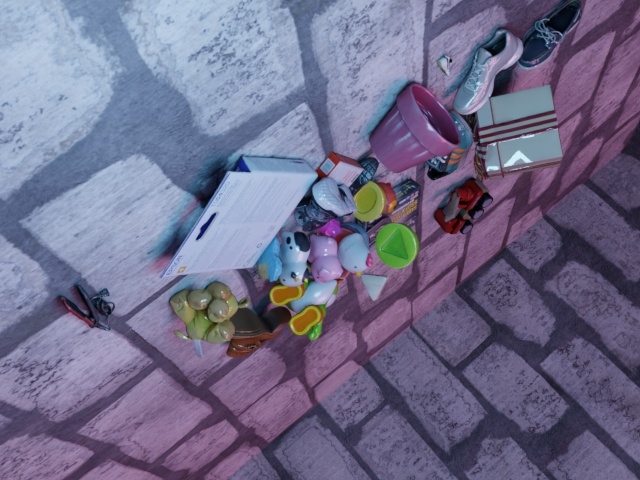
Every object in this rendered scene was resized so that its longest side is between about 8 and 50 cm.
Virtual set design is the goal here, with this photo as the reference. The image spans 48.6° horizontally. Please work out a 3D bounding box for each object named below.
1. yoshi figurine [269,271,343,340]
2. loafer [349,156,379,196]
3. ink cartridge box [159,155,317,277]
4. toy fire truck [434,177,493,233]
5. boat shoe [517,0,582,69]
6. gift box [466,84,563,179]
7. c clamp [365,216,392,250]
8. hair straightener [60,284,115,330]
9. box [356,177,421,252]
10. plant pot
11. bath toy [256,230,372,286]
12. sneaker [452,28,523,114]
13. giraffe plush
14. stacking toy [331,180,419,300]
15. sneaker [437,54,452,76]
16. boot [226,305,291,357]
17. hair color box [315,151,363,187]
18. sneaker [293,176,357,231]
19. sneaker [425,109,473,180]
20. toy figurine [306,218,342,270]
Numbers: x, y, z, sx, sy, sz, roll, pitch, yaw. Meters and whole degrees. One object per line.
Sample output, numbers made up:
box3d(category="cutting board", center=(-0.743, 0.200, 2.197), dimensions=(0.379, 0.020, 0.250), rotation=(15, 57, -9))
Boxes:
box3d(category="yoshi figurine", center=(-0.057, 0.180, 2.131), dimensions=(0.362, 0.203, 0.203), rotation=(-27, 131, -75))
box3d(category="loafer", center=(0.099, -0.169, 1.993), dimensions=(0.170, 0.062, 0.061), rotation=(-45, 180, 14))
box3d(category="ink cartridge box", center=(-0.200, -0.057, 1.674), dimensions=(0.330, 0.071, 0.324), rotation=(-3, 136, -55))
box3d(category="toy fire truck", center=(0.505, -0.111, 2.657), dimensions=(0.246, 0.158, 0.217), rotation=(-5, 139, -39))
box3d(category="boat shoe", center=(0.675, -0.608, 2.085), dimensions=(0.254, 0.095, 0.079), rotation=(-42, 159, -5))
box3d(category="gift box", center=(0.579, -0.331, 2.146), dimensions=(0.258, 0.255, 0.276), rotation=(-10, 170, 17))
box3d(category="c clamp", center=(0.186, -0.011, 2.265), dimensions=(0.161, 0.022, 0.137), rotation=(-35, 148, -13))
box3d(category="hair straightener", center=(-0.498, 0.152, 1.586), dimensions=(0.089, 0.047, 0.230), rotation=(-37, 157, -13))
box3d(category="box", center=(0.219, -0.076, 2.303), dimensions=(0.231, 0.056, 0.183), rotation=(-31, 146, -20))
box3d(category="plant pot", center=(0.235, -0.278, 1.856), dimensions=(0.180, 0.201, 0.201), rotation=(-36, 163, 30))
box3d(category="bath toy", center=(0.000, 0.054, 1.930), dimensions=(0.348, 0.129, 0.151), rotation=(-1, 112, -34))
box3d(category="sneaker", center=(0.446, -0.475, 1.970), dimensions=(0.262, 0.099, 0.121), rotation=(-55, 148, 9))
box3d(category="giraffe plush", center=(-0.280, 0.184, 1.888), dimensions=(0.170, 0.181, 0.210), rotation=(-50, 159, -48))
box3d(category="stacking toy", center=(0.166, -0.004, 2.112), dimensions=(0.130, 0.279, 0.309), rotation=(-17, 149, -55))
box3d(category="sneaker", center=(0.337, -0.461, 1.875), dimensions=(0.037, 0.032, 0.083), rotation=(-46, 158, 8))
box3d(category="boot", center=(-0.249, 0.291, 2.207), dimensions=(0.284, 0.109, 0.220), rotation=(-11, 154, -46))
box3d(category="hair color box", center=(0.052, -0.187, 1.886), dimensions=(0.072, 0.043, 0.141), rotation=(-49, 156, 17))
box3d(category="sneaker", center=(-0.006, -0.083, 1.829), dimensions=(0.153, 0.101, 0.268), rotation=(-24, 172, 15))
box3d(category="sneaker", center=(0.387, -0.279, 2.187), dimensions=(0.121, 0.108, 0.302), rotation=(-39, 157, -11))
box3d(category="toy figurine", center=(0.000, 0.000, 2.077), dimensions=(0.159, 0.130, 0.173), rotation=(-55, 178, 5))
